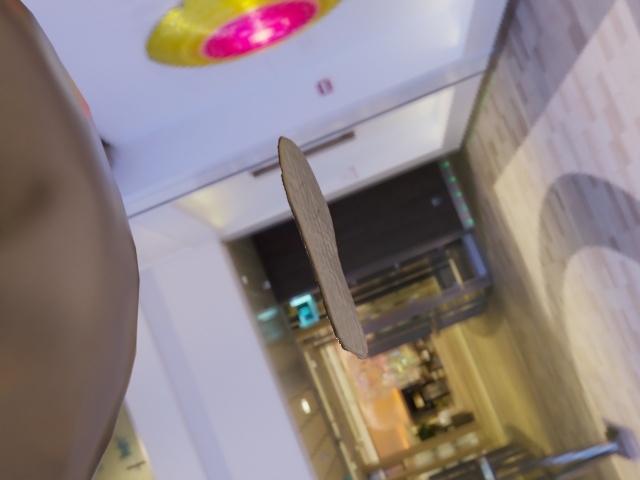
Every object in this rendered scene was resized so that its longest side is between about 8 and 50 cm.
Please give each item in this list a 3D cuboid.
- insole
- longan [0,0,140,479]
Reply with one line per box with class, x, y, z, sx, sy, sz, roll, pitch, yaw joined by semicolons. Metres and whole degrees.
insole;0.000;0.000;0.743;0.064;0.004;0.188;31;-145;-52
longan;-0.267;0.029;0.501;0.336;0.404;0.404;38;-153;-61
